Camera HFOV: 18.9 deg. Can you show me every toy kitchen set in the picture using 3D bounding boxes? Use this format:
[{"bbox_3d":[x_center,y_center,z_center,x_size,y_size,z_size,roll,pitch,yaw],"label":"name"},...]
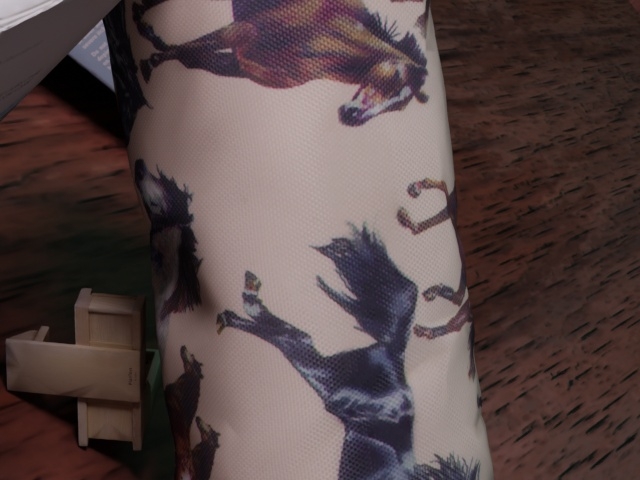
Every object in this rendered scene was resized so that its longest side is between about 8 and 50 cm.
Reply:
[{"bbox_3d":[-0.120,0.052,0.992,0.068,0.083,0.075,5,29,3],"label":"toy kitchen set"}]

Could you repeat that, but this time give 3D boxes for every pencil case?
[{"bbox_3d":[-0.016,0.009,0.894,0.160,0.183,0.410,-12,100,-25],"label":"pencil case"}]

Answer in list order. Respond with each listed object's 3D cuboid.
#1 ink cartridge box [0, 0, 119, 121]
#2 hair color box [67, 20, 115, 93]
[{"bbox_3d":[-0.233,-0.089,0.747,0.198,0.270,0.197,48,24,-3],"label":"ink cartridge box"},{"bbox_3d":[-0.158,-0.214,1.190,0.374,0.113,0.185,40,15,-34],"label":"hair color box"}]
